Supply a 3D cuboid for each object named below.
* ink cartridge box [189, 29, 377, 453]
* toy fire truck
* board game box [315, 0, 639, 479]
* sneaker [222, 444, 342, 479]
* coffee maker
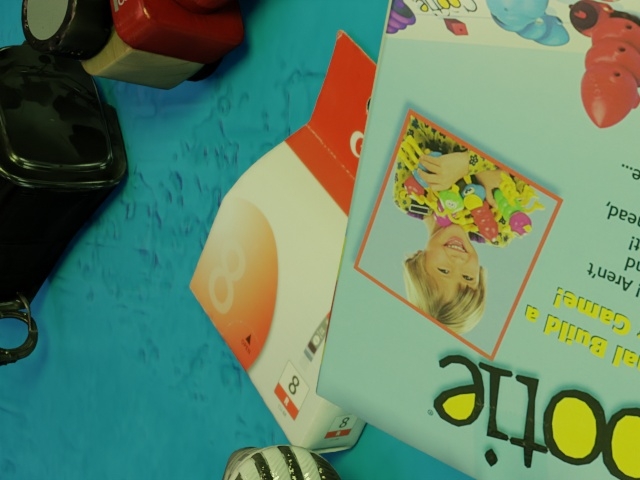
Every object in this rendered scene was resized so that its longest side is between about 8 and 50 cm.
[{"bbox_3d":[0.000,0.000,0.694,0.145,0.045,0.179,52,133,41],"label":"ink cartridge box"},{"bbox_3d":[-0.078,-0.230,0.734,0.246,0.158,0.217,-26,68,40],"label":"toy fire truck"},{"bbox_3d":[0.115,-0.065,0.382,0.144,0.142,0.275,25,119,28],"label":"board game box"},{"bbox_3d":[-0.013,0.215,0.696,0.132,0.086,0.229,174,89,-74],"label":"sneaker"},{"bbox_3d":[-0.216,-0.028,0.962,0.171,0.120,0.178,55,138,8],"label":"coffee maker"}]
